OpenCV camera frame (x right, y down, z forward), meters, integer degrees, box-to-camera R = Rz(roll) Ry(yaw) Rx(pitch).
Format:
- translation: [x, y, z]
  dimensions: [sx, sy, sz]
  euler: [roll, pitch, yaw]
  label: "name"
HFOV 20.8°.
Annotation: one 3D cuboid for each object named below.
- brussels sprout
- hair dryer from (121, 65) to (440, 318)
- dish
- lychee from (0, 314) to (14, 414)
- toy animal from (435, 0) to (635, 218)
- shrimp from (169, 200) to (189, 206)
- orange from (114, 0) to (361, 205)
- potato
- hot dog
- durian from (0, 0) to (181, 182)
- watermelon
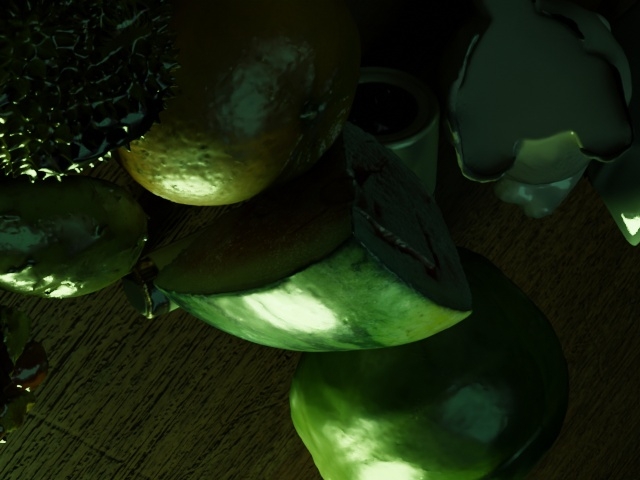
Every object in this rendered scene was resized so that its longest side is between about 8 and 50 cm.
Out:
- translation: [0.113, 0.168, 1.891]
  dimensions: [0.289, 0.281, 0.354]
  euler: [-51, 178, -39]
  label: "brussels sprout"
- translation: [-0.045, -0.013, 1.681]
  dimensions: [0.362, 0.128, 0.203]
  euler: [-25, 140, -25]
  label: "hair dryer"
- translation: [0.335, -0.141, 1.951]
  dimensions: [0.080, 0.243, 0.182]
  euler: [5, 145, -14]
  label: "dish"
- translation: [-0.363, 0.082, 1.199]
  dimensions: [0.276, 0.304, 0.275]
  euler: [7, 90, -74]
  label: "lychee"
- translation: [0.223, -0.154, 1.796]
  dimensions: [0.357, 0.194, 0.257]
  euler: [-32, 122, -79]
  label: "toy animal"
- translation: [-0.120, -0.083, 1.586]
  dimensions: [0.091, 0.025, 0.127]
  euler: [-49, 149, -10]
  label: "shrimp"
- translation: [-0.071, -0.135, 1.457]
  dimensions: [0.240, 0.171, 0.240]
  euler: [-33, 142, -30]
  label: "orange"
- translation: [-0.239, -0.005, 1.447]
  dimensions: [0.226, 0.090, 0.117]
  euler: [0, 127, -44]
  label: "potato"
- translation: [-0.323, 0.136, 1.464]
  dimensions: [0.213, 0.103, 0.146]
  euler: [-29, 141, -32]
  label: "hot dog"
- translation: [-0.172, -0.129, 1.272]
  dimensions: [0.193, 0.137, 0.237]
  euler: [-24, 173, -26]
  label: "durian"
- translation: [0.000, 0.000, 1.570]
  dimensions: [0.213, 0.262, 0.201]
  euler: [30, 58, -44]
  label: "watermelon"
